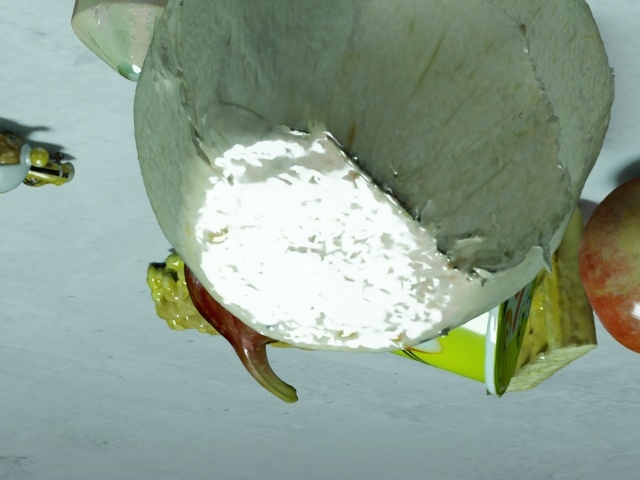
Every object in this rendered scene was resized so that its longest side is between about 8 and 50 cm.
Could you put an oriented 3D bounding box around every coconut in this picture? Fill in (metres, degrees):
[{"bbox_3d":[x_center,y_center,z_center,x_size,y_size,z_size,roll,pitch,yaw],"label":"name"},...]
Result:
[{"bbox_3d":[0.042,-0.115,1.454,0.346,0.360,0.346,9,135,10],"label":"coconut"},{"bbox_3d":[-0.142,-0.187,1.573,0.116,0.122,0.116,4,162,1],"label":"coconut"}]

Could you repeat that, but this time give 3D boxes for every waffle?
[{"bbox_3d":[0.242,0.070,2.198,0.057,0.168,0.274,1,163,-11],"label":"waffle"},{"bbox_3d":[-0.069,0.079,2.457,0.329,0.062,0.329,3,162,1],"label":"waffle"}]

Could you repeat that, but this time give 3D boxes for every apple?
[{"bbox_3d":[0.369,0.025,2.004,0.210,0.209,0.164,9,177,-15],"label":"apple"}]

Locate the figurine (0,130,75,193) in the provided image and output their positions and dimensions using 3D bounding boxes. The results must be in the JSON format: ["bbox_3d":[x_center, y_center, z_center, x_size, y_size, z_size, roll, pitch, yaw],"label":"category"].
[{"bbox_3d":[-0.324,-0.079,2.037,0.101,0.068,0.143,7,179,12],"label":"figurine"}]

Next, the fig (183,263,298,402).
[{"bbox_3d":[-0.072,0.063,2.179,0.175,0.207,0.175,10,167,2],"label":"fig"}]

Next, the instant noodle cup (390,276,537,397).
[{"bbox_3d":[0.088,-0.025,1.800,0.222,0.311,0.311,10,163,11],"label":"instant noodle cup"}]
